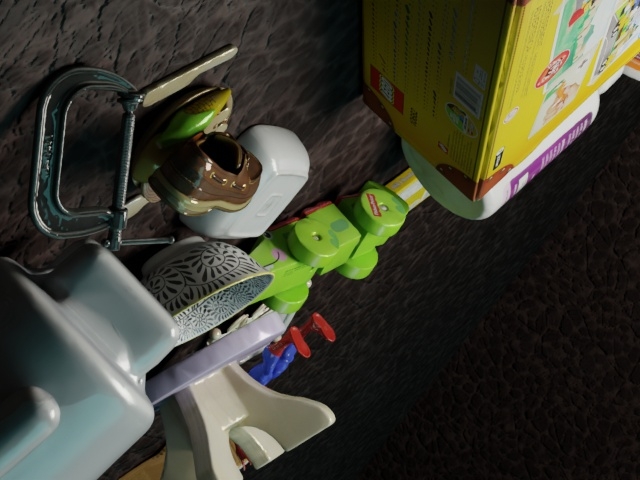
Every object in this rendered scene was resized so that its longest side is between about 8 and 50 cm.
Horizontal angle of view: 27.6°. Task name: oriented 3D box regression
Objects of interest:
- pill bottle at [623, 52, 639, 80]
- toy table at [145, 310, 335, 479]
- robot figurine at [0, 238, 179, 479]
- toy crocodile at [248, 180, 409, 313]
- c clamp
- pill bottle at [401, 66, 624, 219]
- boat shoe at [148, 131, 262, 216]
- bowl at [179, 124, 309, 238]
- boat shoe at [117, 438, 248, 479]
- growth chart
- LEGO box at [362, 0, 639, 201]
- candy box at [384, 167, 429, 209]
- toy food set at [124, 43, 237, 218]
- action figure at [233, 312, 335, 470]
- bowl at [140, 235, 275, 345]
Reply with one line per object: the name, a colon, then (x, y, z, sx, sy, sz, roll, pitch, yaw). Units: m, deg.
pill bottle: (0.494, -0.398, 1.706, 0.224, 0.224, 0.392, -40, 163, -22)
toy table: (-0.130, 0.222, 1.606, 0.274, 0.161, 0.252, -34, 173, 24)
robot figurine: (-0.284, 0.155, 1.099, 0.353, 0.200, 0.300, -44, -171, -9)
toy crocodile: (0.000, 0.000, 1.669, 0.340, 0.105, 0.115, -24, 154, -43)
c clamp: (-0.174, -0.063, 1.041, 0.137, 0.022, 0.160, -12, 117, -39)
pill bottle: (0.266, -0.179, 1.759, 0.301, 0.169, 0.169, -41, 164, -19)
boat shoe: (-0.089, -0.064, 1.173, 0.060, 0.064, 0.178, -49, 171, 18)
bowl: (-0.073, -0.053, 1.405, 0.142, 0.053, 0.142, -49, 164, 14)
boat shoe: (-0.213, 0.358, 2.000, 0.277, 0.098, 0.096, -26, 157, -29)
growth chart: (-0.099, 0.132, 1.859, 0.237, 0.021, 0.172, -29, 156, -48)
LEGO box: (0.234, -0.307, 1.308, 0.372, 0.193, 0.500, -42, 164, -13)
candy box: (0.133, -0.076, 1.930, 0.206, 0.027, 0.105, -36, 159, -33)
toy food set: (-0.126, -0.087, 1.208, 0.132, 0.038, 0.192, -35, 161, -34)
action figure: (-0.070, 0.230, 1.907, 0.091, 0.139, 0.280, -26, 172, -46)
bowl: (-0.142, 0.048, 1.397, 0.170, 0.080, 0.170, -30, 169, -7)
